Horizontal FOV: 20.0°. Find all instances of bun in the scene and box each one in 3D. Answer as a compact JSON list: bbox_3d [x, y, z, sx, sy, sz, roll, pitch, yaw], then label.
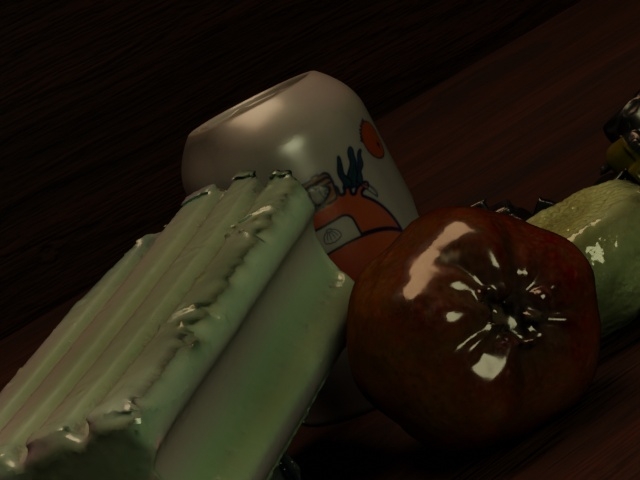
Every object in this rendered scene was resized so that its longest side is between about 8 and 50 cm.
[{"bbox_3d":[0.239,0.029,1.641,0.195,0.118,0.195,-32,5,3],"label":"bun"}]

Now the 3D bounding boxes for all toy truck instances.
[{"bbox_3d":[0.341,-0.066,1.868,0.165,0.147,0.224,-48,-3,24],"label":"toy truck"}]

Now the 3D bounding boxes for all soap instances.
[{"bbox_3d":[-0.123,0.109,1.562,0.261,0.156,0.446,-26,19,33],"label":"soap"}]

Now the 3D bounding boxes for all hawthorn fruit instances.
[{"bbox_3d":[0.119,0.080,1.518,0.208,0.208,0.248,-30,-4,-17],"label":"hawthorn fruit"}]

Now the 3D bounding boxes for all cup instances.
[{"bbox_3d":[0.000,0.000,1.855,0.212,0.317,0.212,-27,8,4],"label":"cup"}]

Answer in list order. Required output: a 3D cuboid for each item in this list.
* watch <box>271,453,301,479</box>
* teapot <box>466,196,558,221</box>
[{"bbox_3d":[-0.127,0.251,1.616,0.206,0.068,0.193,-14,12,44],"label":"watch"},{"bbox_3d":[0.190,0.001,2.006,0.177,0.096,0.087,-25,9,10],"label":"teapot"}]
